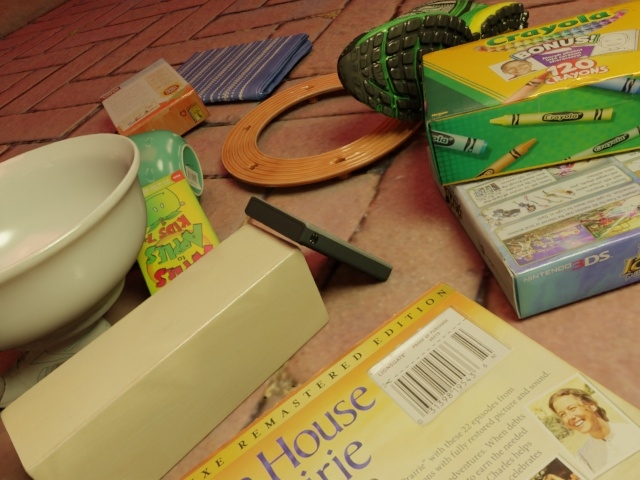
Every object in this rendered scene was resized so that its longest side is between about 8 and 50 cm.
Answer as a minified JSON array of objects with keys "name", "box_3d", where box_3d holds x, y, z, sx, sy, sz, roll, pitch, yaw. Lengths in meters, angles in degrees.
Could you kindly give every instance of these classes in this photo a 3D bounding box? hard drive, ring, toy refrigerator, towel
[{"name":"hard drive","box_3d":[0.000,0.000,0.559,0.094,0.135,0.022,27,91,46]},{"name":"ring","box_3d":[0.007,-0.178,0.859,0.336,0.032,0.337,-13,38,11]},{"name":"toy refrigerator","box_3d":[-0.127,0.108,0.503,0.269,0.102,0.094,-41,41,-24]},{"name":"towel","box_3d":[-0.201,-0.355,1.190,0.335,0.040,0.243,3,45,32]}]

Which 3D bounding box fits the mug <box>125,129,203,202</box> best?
[{"name":"mug","box_3d":[-0.223,-0.096,0.785,0.097,0.130,0.158,-11,37,9]}]

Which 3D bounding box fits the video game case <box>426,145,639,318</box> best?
[{"name":"video game case","box_3d":[0.272,-0.061,0.552,0.269,0.061,0.244,-19,35,4]}]

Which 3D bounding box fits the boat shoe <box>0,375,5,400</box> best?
[{"name":"boat shoe","box_3d":[-0.334,0.241,0.382,0.132,0.130,0.356,-1,66,54]}]

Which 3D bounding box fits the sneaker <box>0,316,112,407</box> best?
[{"name":"sneaker","box_3d":[-0.300,0.124,0.603,0.152,0.061,0.054,-30,39,-10]}]

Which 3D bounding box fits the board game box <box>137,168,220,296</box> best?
[{"name":"board game box","box_3d":[-0.168,0.006,0.652,0.092,0.043,0.181,-28,57,-9]}]

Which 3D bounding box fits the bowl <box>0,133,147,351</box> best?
[{"name":"bowl","box_3d":[-0.299,0.018,0.574,0.297,0.134,0.298,-13,33,9]}]

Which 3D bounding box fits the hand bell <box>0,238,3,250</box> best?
[{"name":"hand bell","box_3d":[-0.276,0.005,0.726,0.241,0.126,0.126,-8,37,-1]}]

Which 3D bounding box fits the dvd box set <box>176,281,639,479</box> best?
[{"name":"dvd box set","box_3d":[0.099,0.216,0.287,0.307,0.062,0.420,-34,39,-17]}]

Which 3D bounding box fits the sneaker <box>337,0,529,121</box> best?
[{"name":"sneaker","box_3d":[0.145,-0.262,0.782,0.343,0.134,0.146,-26,38,-38]}]

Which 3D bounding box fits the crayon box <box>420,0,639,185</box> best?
[{"name":"crayon box","box_3d":[0.248,-0.157,0.565,0.278,0.081,0.165,-10,37,16]}]

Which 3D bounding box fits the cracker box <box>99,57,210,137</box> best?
[{"name":"cracker box","box_3d":[-0.326,-0.260,1.075,0.155,0.067,0.232,-35,42,-7]}]
